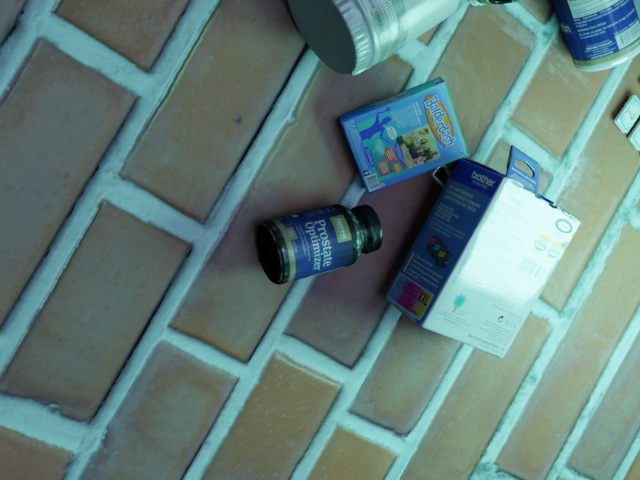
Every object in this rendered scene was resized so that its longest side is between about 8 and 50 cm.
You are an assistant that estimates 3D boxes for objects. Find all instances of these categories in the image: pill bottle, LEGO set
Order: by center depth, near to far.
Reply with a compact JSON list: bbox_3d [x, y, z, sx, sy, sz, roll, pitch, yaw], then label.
[{"bbox_3d":[0.000,0.000,1.573,0.219,0.123,0.122,-15,108,-23],"label":"pill bottle"},{"bbox_3d":[0.558,-0.496,1.716,0.153,0.153,0.264,-35,115,-15],"label":"pill bottle"},{"bbox_3d":[0.805,-0.315,1.939,0.182,0.060,0.244,40,82,-32],"label":"LEGO set"}]

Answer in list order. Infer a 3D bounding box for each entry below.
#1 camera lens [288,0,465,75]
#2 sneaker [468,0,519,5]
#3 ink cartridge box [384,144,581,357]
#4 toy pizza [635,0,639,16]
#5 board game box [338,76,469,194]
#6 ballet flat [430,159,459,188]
[{"bbox_3d":[0.106,-0.445,1.465,0.274,0.219,0.219,-36,115,-15],"label":"camera lens"},{"bbox_3d":[0.379,-0.503,1.669,0.171,0.075,0.063,-16,109,-23],"label":"sneaker"},{"bbox_3d":[0.345,0.012,1.693,0.270,0.151,0.395,24,99,-37],"label":"ink cartridge box"},{"bbox_3d":[0.682,-0.559,1.832,0.201,0.032,0.201,-6,104,-26],"label":"toy pizza"},{"bbox_3d":[0.161,-0.201,1.607,0.210,0.047,0.160,-20,112,4],"label":"board game box"},{"bbox_3d":[0.246,-0.164,1.689,0.074,0.074,0.203,-38,118,-14],"label":"ballet flat"}]
